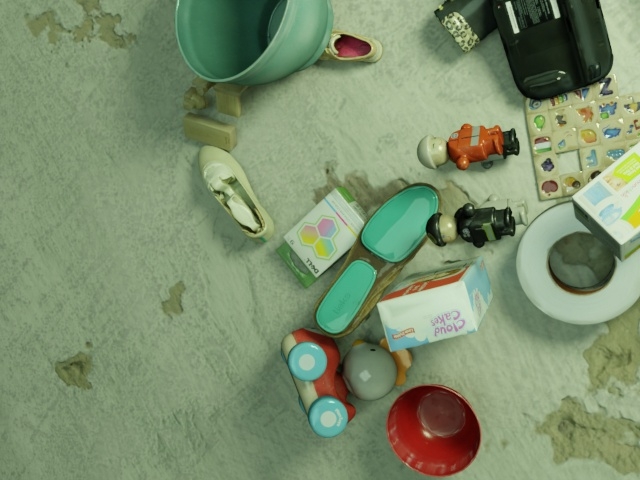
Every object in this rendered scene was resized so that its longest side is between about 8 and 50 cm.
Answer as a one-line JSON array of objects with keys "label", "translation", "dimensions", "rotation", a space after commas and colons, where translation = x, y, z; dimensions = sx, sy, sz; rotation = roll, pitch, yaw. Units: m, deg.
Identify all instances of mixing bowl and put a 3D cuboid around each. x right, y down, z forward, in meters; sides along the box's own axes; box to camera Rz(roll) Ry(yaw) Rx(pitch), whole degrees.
[{"label": "mixing bowl", "translation": [0.227, 0.353, 1.374], "dimensions": [0.181, 0.098, 0.181], "rotation": [3, 98, 20]}]

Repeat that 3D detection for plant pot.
[{"label": "plant pot", "translation": [-0.099, -0.418, 1.310], "dimensions": [0.293, 0.196, 0.293], "rotation": [-3, 86, 40]}]

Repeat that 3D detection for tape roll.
[{"label": "tape roll", "translation": [0.464, 0.036, 1.261], "dimensions": [0.219, 0.072, 0.219], "rotation": [3, 98, 20]}]

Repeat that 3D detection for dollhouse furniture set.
[{"label": "dollhouse furniture set", "translation": [-0.198, -0.291, 1.476], "dimensions": [0.144, 0.123, 0.151], "rotation": [19, 138, 17]}]

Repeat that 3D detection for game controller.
[{"label": "game controller", "translation": [0.377, -0.398, 1.191], "dimensions": [0.166, 0.067, 0.319], "rotation": [-13, 112, 28]}]

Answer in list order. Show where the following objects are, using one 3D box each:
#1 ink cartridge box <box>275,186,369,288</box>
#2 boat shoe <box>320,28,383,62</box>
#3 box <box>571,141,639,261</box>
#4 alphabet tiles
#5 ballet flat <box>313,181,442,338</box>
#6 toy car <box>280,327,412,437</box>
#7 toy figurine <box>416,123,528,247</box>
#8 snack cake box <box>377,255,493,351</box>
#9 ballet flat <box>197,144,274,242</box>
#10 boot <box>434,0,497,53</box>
[{"label": "ink cartridge box", "translation": [0.000, 0.000, 1.426], "dimensions": [0.209, 0.062, 0.109], "rotation": [-42, 83, 20]}, {"label": "boat shoe", "translation": [0.033, -0.378, 1.364], "dimensions": [0.170, 0.059, 0.063], "rotation": [9, 100, 18]}, {"label": "box", "translation": [0.522, -0.081, 1.131], "dimensions": [0.203, 0.103, 0.114], "rotation": [-41, 62, 6]}, {"label": "alphabet tiles", "translation": [0.495, -0.189, 1.253], "dimensions": [0.237, 0.009, 0.198], "rotation": [-9, 94, 20]}, {"label": "ballet flat", "translation": [0.113, 0.041, 1.348], "dimensions": [0.116, 0.124, 0.342], "rotation": [34, 92, 15]}, {"label": "toy car", "translation": [0.060, 0.248, 1.397], "dimensions": [0.238, 0.219, 0.210], "rotation": [-20, 89, -8]}, {"label": "toy figurine", "translation": [0.267, -0.097, 1.240], "dimensions": [0.148, 0.209, 0.213], "rotation": [-8, 96, 27]}, {"label": "snack cake box", "translation": [0.212, 0.105, 1.256], "dimensions": [0.152, 0.264, 0.089], "rotation": [-15, 93, 21]}, {"label": "ballet flat", "translation": [-0.184, -0.099, 1.468], "dimensions": [0.086, 0.086, 0.248], "rotation": [-41, 83, 20]}, {"label": "boot", "translation": [0.265, -0.470, 1.250], "dimensions": [0.179, 0.085, 0.236], "rotation": [-36, 92, 19]}]
